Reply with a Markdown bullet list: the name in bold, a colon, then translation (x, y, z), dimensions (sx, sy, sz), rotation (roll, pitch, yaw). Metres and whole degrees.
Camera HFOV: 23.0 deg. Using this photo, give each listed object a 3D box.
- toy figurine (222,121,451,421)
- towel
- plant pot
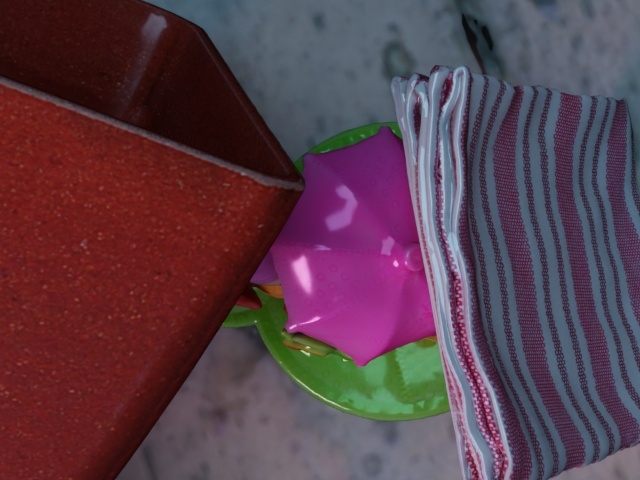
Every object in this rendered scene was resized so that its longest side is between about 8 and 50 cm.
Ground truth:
- **toy figurine**: translation (0.000, 0.000, 0.606), dimensions (0.173, 0.159, 0.130), rotation (10, 84, 9)
- **towel**: translation (0.093, 0.011, 0.580), dimensions (0.029, 0.197, 0.144), rotation (-13, 84, 31)
- **plant pot**: translation (-0.192, 0.007, 0.537), dimensions (0.267, 0.267, 0.235), rotation (20, 102, -17)
